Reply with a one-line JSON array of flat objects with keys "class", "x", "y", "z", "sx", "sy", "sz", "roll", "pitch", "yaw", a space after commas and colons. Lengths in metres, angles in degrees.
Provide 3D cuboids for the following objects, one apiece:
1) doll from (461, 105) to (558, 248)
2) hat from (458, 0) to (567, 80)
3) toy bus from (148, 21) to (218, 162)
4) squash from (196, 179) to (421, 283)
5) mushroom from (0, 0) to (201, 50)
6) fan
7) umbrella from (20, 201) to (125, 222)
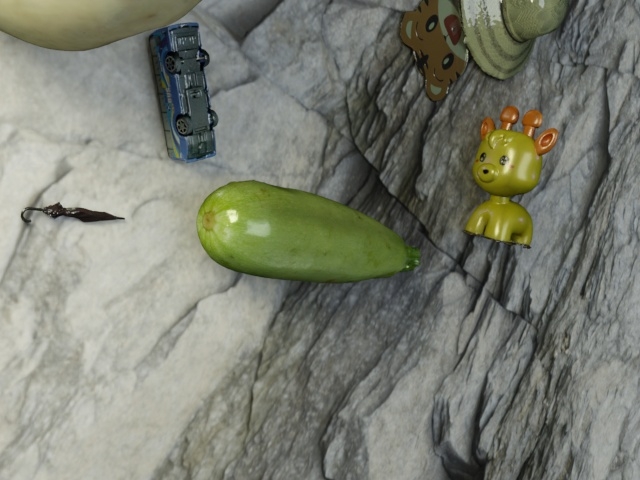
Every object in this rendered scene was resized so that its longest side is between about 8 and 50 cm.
[{"class": "doll", "x": 0.302, "y": -0.102, "z": 1.374, "sx": 0.135, "sy": 0.143, "sz": 0.221, "roll": 2, "pitch": 100, "yaw": -42}, {"class": "hat", "x": 0.332, "y": -0.381, "z": 1.373, "sx": 0.252, "sy": 0.110, "sz": 0.252, "roll": -8, "pitch": 101, "yaw": -48}, {"class": "toy bus", "x": -0.156, "y": -0.166, "z": 0.976, "sx": 0.051, "sy": 0.061, "sz": 0.153, "roll": -22, "pitch": 111, "yaw": -42}, {"class": "squash", "x": -0.005, "y": -0.003, "z": 1.105, "sx": 0.370, "sy": 0.118, "sz": 0.118, "roll": 9, "pitch": 89, "yaw": -47}, {"class": "mushroom", "x": -0.191, "y": -0.354, "z": 0.740, "sx": 0.353, "sy": 0.325, "sz": 0.353, "roll": 14, "pitch": 64, "yaw": -29}, {"class": "fan", "x": 0.205, "y": -0.330, "z": 1.336, "sx": 0.227, "sy": 0.008, "sz": 0.152, "roll": -48, "pitch": 124, "yaw": -29}, {"class": "umbrella", "x": -0.262, "y": -0.030, "z": 0.923, "sx": 0.122, "sy": 0.013, "sz": 0.022, "roll": -1, "pitch": 108, "yaw": -44}]
